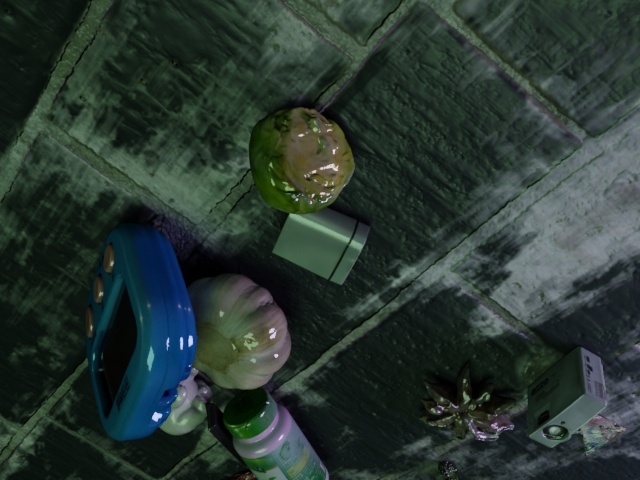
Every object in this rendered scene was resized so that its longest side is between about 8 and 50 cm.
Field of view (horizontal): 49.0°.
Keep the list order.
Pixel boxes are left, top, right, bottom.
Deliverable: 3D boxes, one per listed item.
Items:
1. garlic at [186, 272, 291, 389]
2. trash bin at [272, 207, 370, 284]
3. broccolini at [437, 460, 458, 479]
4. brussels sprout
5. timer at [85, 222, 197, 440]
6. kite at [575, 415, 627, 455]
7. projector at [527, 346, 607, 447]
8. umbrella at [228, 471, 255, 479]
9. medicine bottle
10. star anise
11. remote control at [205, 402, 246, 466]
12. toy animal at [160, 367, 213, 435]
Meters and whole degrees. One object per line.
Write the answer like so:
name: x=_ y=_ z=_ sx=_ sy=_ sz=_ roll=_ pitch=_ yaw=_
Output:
garlic: x=-0.153 y=0.160 z=1.252 sx=0.228 sy=0.152 sz=0.228 roll=15 pitch=127 yaw=22
trash bin: x=0.000 y=0.000 z=1.150 sx=0.130 sy=0.059 sz=0.116 roll=24 pitch=128 yaw=-2
broccolini: x=0.295 y=0.513 z=1.488 sx=0.035 sy=0.030 sz=0.140 roll=-44 pitch=116 yaw=-2
brussels sprout: x=-0.038 y=-0.113 z=1.035 sx=0.149 sy=0.151 sz=0.122 roll=20 pitch=165 yaw=-32
timer: x=-0.319 y=0.158 z=1.215 sx=0.115 sy=0.309 sz=0.340 roll=1 pitch=136 yaw=-32
kite: x=0.496 y=0.360 z=1.324 sx=0.157 sy=0.011 sz=0.139 roll=-11 pitch=120 yaw=21
projector: x=0.424 y=0.272 z=1.207 sx=0.061 sy=0.115 sz=0.147 roll=29 pitch=129 yaw=-6
umbrella: x=-0.193 y=0.563 z=1.651 sx=0.165 sy=0.027 sz=0.025 roll=-30 pitch=140 yaw=28
medicine bottle: x=-0.094 y=0.432 z=1.458 sx=0.133 sy=0.133 sz=0.274 roll=-14 pitch=121 yaw=24
star anise: x=0.264 y=0.316 z=1.317 sx=0.195 sy=0.065 sz=0.182 roll=-27 pitch=115 yaw=35
remote control: x=-0.190 y=0.409 z=1.466 sx=0.025 sy=0.063 sz=0.245 roll=-13 pitch=144 yaw=6
toy animal: x=-0.325 y=0.300 z=1.424 sx=0.178 sy=0.127 sz=0.193 roll=-29 pitch=117 yaw=33
